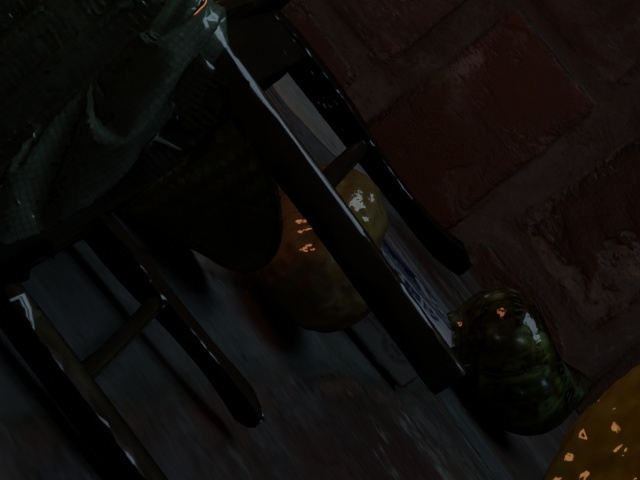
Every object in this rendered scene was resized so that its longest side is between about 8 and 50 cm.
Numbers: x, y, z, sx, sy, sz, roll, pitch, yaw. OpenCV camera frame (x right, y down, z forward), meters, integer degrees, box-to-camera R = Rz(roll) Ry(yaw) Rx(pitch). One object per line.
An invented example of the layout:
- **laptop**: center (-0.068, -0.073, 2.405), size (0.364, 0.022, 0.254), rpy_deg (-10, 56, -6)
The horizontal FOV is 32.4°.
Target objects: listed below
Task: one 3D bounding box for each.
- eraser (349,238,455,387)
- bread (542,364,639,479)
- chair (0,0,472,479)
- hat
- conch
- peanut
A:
- **eraser**: center (0.028, 0.020, 0.983), size (0.210, 0.068, 0.124), rpy_deg (50, 11, -8)
- **bread**: center (0.342, 0.255, 0.821), size (0.307, 0.348, 0.348), rpy_deg (40, 13, -23)
- **chair**: center (-0.090, -0.056, 0.436), size (0.319, 0.160, 0.186), rpy_deg (51, 14, -5)
- **hat**: center (-0.093, -0.033, 0.635), size (0.146, 0.067, 0.146), rpy_deg (34, -41, 36)
- **conch**: center (0.211, 0.143, 1.261), size (0.181, 0.124, 0.187), rpy_deg (44, -17, 15)
- **peanut**: center (0.000, 0.000, 0.801), size (0.095, 0.108, 0.226), rpy_deg (40, 13, -13)
